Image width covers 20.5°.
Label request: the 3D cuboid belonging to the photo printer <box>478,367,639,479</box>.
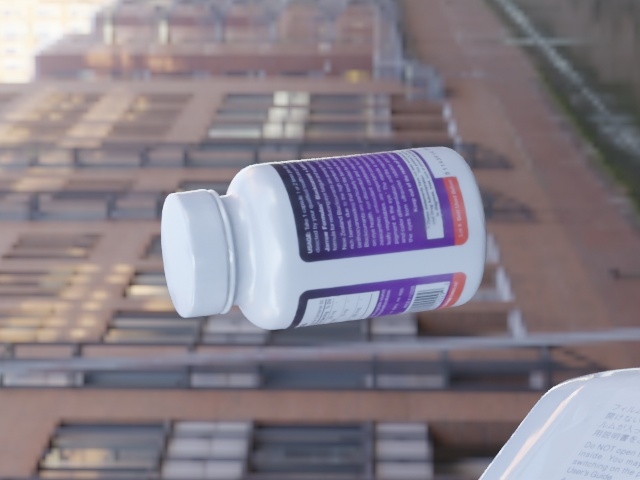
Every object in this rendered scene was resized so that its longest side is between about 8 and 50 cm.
[{"bbox_3d":[0.168,0.187,0.885,0.307,0.256,0.107,-48,-55,-30],"label":"photo printer"}]

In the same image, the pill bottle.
[{"bbox_3d":[0.000,0.000,1.143,0.108,0.193,0.108,174,90,-71],"label":"pill bottle"}]
